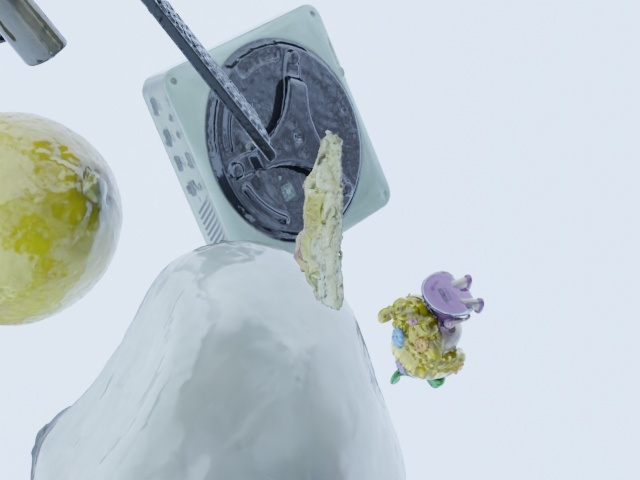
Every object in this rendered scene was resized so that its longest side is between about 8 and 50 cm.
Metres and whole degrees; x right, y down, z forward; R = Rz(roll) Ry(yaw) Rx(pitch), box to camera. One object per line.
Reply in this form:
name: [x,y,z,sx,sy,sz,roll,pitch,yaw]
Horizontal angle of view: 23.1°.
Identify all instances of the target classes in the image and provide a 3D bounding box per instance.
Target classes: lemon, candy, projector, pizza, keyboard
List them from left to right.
lemon: [-0.385,-0.027,1.936,0.293,0.293,0.293,-2,-92,52]
keyboard: [-0.100,-0.143,1.379,0.041,0.381,0.103,-30,-147,2]
candy: [-0.053,0.232,1.354,0.186,0.386,0.427,9,-41,41]
projector: [-0.050,-0.110,1.773,0.079,0.259,0.257,-10,-73,48]
pizza: [0.000,0.000,1.008,0.109,0.026,0.123,-99,-167,-45]

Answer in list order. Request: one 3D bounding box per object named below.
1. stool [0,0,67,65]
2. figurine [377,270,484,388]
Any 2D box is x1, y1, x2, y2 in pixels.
stool: [-0.259,-0.155,0.931,0.228,0.153,0.139,-9,-60,23]
figurine: [0.106,0.109,1.737,0.156,0.115,0.095,109,-28,-49]
